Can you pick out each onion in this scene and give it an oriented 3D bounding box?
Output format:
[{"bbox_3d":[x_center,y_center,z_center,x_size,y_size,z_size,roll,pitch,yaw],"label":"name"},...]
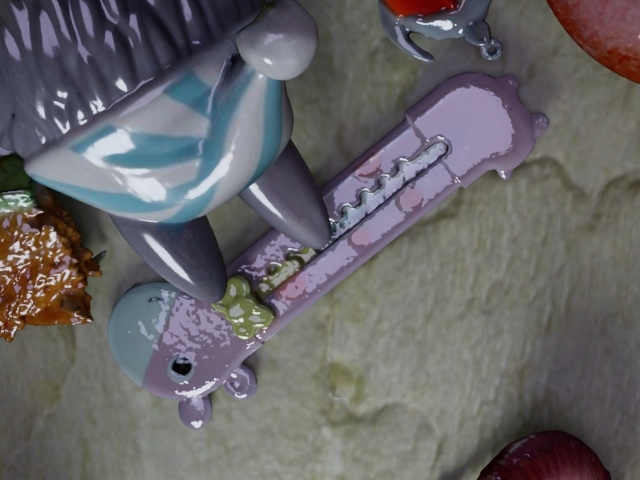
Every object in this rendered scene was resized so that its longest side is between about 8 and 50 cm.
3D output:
[{"bbox_3d":[0.147,0.214,0.994,0.150,0.140,0.150,-8,105,-35],"label":"onion"}]

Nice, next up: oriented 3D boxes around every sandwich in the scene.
[{"bbox_3d":[-0.278,0.007,1.021,0.185,0.109,0.159,-22,114,8],"label":"sandwich"}]

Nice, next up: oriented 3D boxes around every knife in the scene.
[{"bbox_3d":[0.000,0.000,1.010,0.399,0.038,0.132,-38,94,10],"label":"knife"}]

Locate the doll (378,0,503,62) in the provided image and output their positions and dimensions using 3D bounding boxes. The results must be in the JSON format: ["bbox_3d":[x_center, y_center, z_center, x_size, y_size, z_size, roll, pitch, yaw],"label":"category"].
[{"bbox_3d":[0.074,-0.213,0.963,0.104,0.062,0.194,-37,83,-7],"label":"doll"}]

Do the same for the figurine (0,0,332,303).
[{"bbox_3d":[-0.077,-0.158,0.909,0.361,0.266,0.377,-23,123,28],"label":"figurine"}]

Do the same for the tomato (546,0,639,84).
[{"bbox_3d":[0.269,-0.238,0.849,0.270,0.227,0.270,8,112,21],"label":"tomato"}]
